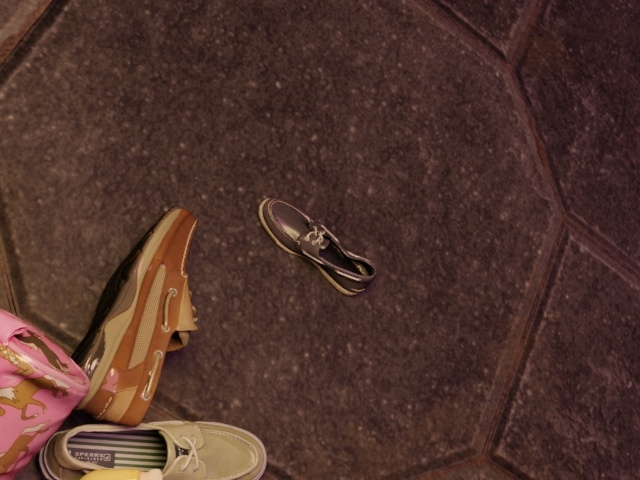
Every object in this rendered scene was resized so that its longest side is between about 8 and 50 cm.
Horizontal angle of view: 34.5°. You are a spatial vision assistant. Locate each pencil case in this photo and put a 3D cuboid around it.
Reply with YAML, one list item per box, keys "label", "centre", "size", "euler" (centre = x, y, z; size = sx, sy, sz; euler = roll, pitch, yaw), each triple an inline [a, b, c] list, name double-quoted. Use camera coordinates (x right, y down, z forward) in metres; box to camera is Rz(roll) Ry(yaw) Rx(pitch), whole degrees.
- label: "pencil case"
  centre: [-0.407, 0.243, 1.062]
  size: [0.160, 0.167, 0.386]
  euler: [40, 85, -10]

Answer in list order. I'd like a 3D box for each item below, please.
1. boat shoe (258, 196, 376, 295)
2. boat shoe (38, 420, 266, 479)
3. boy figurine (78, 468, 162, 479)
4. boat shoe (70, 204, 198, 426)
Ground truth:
- label: "boat shoe"
  centre: [0.000, 0.000, 1.546]
  size: [0.206, 0.065, 0.075]
  euler: [41, 56, -10]
- label: "boat shoe"
  centre: [-0.198, 0.280, 1.302]
  size: [0.302, 0.094, 0.109]
  euler: [4, 69, -29]
- label: "boy figurine"
  centre: [-0.246, 0.335, 1.215]
  size: [0.285, 0.177, 0.092]
  euler: [17, 25, -31]
- label: "boat shoe"
  centre: [-0.224, 0.101, 1.331]
  size: [0.120, 0.122, 0.324]
  euler: [34, 50, -16]
